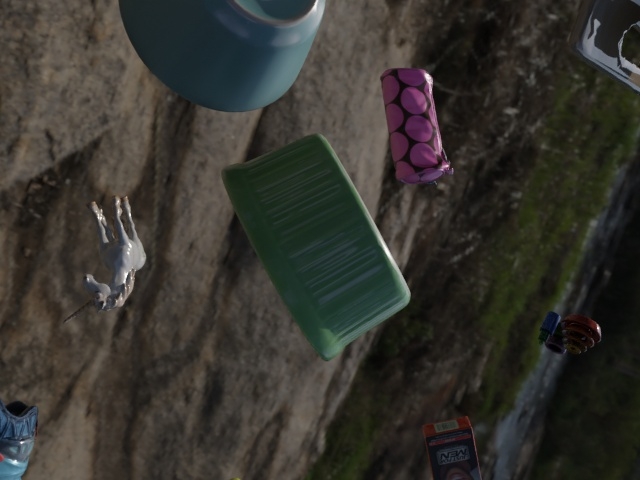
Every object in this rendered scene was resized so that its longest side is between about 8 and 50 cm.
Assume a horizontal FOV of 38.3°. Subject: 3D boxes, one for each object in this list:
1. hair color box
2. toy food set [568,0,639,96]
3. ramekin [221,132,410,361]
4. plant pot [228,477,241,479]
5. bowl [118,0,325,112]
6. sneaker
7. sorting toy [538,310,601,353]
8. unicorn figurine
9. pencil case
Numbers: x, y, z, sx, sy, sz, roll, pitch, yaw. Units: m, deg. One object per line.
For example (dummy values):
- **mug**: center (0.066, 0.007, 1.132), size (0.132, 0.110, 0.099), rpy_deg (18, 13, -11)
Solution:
- **hair color box**: center (0.199, 0.337, 1.360), size (0.043, 0.072, 0.141), rpy_deg (-93, 170, -76)
- **toy food set**: center (0.333, -0.110, 0.562), size (0.220, 0.306, 0.092), rpy_deg (3, 92, -56)
- **ramekin**: center (0.000, 0.000, 1.274), size (0.148, 0.303, 0.303), rpy_deg (-29, 153, 1)
- **plant pot**: center (-0.147, 0.432, 0.998), size (0.207, 0.227, 0.228), rpy_deg (-40, 173, 38)
- **bowl**: center (-0.115, -0.358, 1.329), size (0.163, 0.311, 0.311), rpy_deg (-22, -153, 54)
- **sneaker**: center (-0.431, 0.189, 1.051), size (0.262, 0.104, 0.125), rpy_deg (45, 59, -49)
- **sorting toy**: center (0.287, 0.117, 1.094), size (0.042, 0.061, 0.102), rpy_deg (-58, -178, -22)
- **unicorn figurine**: center (-0.212, 0.012, 0.950), size (0.162, 0.060, 0.111), rpy_deg (-21, 97, -74)
- **pencil case**: center (0.166, -0.203, 1.613), size (0.095, 0.098, 0.209), rpy_deg (34, 46, -74)
